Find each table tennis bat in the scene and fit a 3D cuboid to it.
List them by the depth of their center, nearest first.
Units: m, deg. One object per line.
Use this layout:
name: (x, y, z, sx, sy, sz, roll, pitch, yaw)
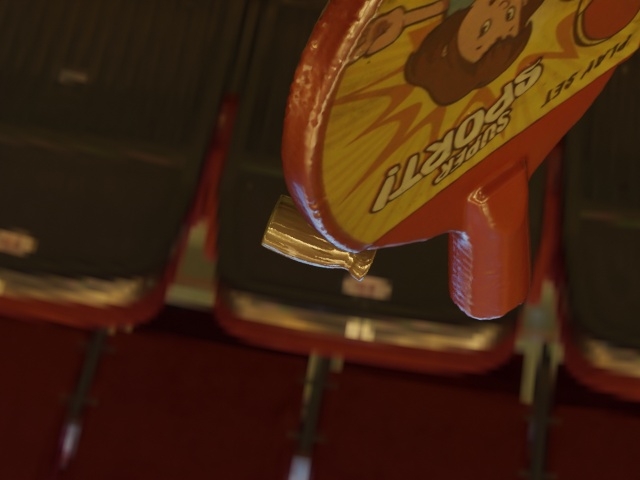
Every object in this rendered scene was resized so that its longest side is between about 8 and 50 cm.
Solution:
table tennis bat: (0.092, -0.077, 1.105, 0.051, 0.268, 0.414, 46, 162, 27)

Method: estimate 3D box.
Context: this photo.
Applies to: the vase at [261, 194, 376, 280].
vase: (0.000, 0.000, 1.808, 0.101, 0.053, 0.053, 23, 146, -4)
